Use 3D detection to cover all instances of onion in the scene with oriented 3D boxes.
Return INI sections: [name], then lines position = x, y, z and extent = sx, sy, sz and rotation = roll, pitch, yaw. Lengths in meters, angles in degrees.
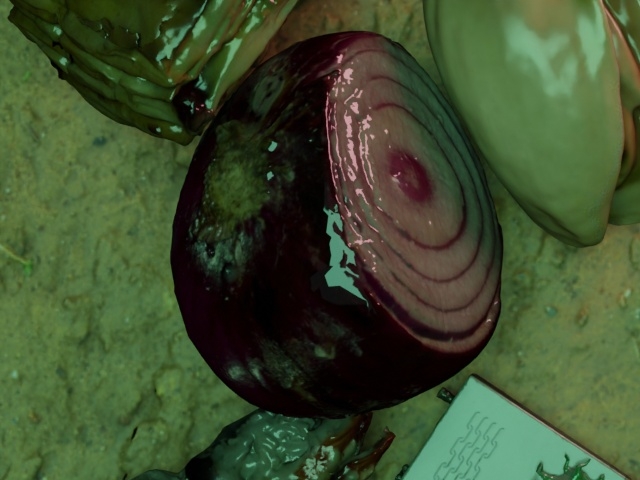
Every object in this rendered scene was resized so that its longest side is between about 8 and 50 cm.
[onion]
position = 0.000, 0.000, 1.493
extent = 0.260, 0.282, 0.336
rotation = -27, 63, 37

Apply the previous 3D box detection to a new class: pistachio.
[pistachio]
position = 0.202, -0.150, 1.510
extent = 0.193, 0.214, 0.318
rotation = -20, 93, -35

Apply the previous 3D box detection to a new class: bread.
[bread]
position = -0.155, -0.251, 1.498
extent = 0.277, 0.167, 0.324
rotation = -57, 38, 0

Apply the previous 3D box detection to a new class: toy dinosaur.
[toy dinosaur]
position = 0.219, 0.230, 1.526
extent = 0.062, 0.021, 0.083
rotation = 30, 92, -6

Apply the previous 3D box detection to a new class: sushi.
[sushi]
position = -0.087, 0.238, 1.567
extent = 0.332, 0.124, 0.130
rotation = -34, 74, 5

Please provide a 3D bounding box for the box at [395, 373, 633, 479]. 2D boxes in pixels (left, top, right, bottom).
[box]
position = 0.140, 0.281, 1.568
extent = 0.211, 0.045, 0.270
rotation = 32, 93, 9
